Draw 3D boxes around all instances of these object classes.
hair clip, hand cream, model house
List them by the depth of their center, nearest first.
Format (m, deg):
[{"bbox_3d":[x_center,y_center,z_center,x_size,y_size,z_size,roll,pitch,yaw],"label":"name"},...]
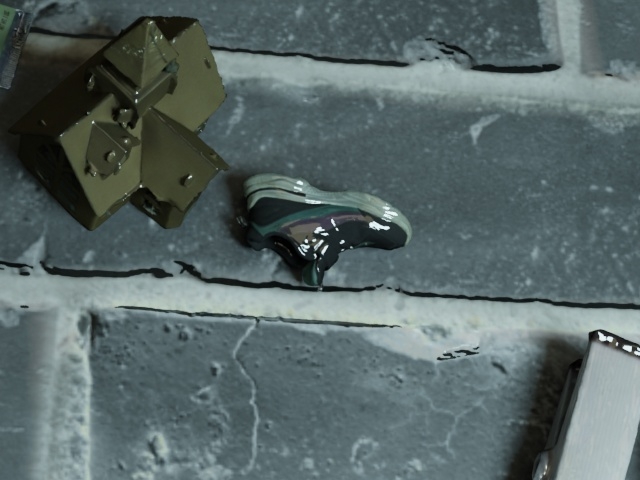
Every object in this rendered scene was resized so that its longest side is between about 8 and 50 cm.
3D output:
[{"bbox_3d":[-0.155,-0.121,1.399,0.176,0.248,0.181,43,66,5],"label":"model house"},{"bbox_3d":[0.223,0.249,1.431,0.085,0.101,0.330,25,67,-7],"label":"hair clip"},{"bbox_3d":[-0.395,-0.222,1.492,0.235,0.055,0.086,20,68,-13],"label":"hand cream"}]

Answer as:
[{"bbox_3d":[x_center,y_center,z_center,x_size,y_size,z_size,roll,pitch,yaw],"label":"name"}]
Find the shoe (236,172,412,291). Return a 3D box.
[{"bbox_3d":[0.000,0.000,1.490,0.169,0.071,0.099,14,69,-4],"label":"shoe"}]
